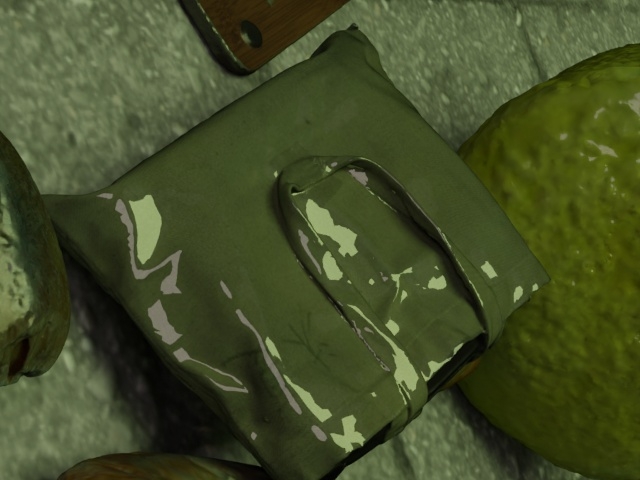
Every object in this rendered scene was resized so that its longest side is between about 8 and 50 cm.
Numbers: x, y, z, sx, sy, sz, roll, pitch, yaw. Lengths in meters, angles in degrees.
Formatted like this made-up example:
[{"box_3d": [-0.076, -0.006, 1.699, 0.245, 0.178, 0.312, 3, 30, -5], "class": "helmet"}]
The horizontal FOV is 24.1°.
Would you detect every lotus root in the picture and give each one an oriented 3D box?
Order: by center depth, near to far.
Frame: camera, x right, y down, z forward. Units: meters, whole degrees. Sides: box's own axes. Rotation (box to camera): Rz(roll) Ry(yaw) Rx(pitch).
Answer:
[{"box_3d": [-0.203, -0.011, 0.813, 0.113, 0.088, 0.192, -13, 81, -50], "class": "lotus root"}]

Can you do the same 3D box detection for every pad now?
[{"box_3d": [-0.078, -0.296, 1.223, 0.284, 0.018, 0.286, 59, 33, -11], "class": "pad"}]

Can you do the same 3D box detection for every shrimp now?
[{"box_3d": [-0.025, 0.181, 0.896, 0.317, 0.164, 0.062, 22, 93, -52], "class": "shrimp"}]

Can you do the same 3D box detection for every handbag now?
[{"box_3d": [0.000, 0.004, 0.995, 0.253, 0.109, 0.316, 48, 46, 8], "class": "handbag"}]

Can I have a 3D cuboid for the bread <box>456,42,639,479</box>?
[{"box_3d": [0.273, 0.005, 1.269, 0.348, 0.348, 0.308, 62, 23, -6], "class": "bread"}]

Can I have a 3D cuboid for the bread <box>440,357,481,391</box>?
[{"box_3d": [0.068, 0.051, 1.120, 0.125, 0.086, 0.156, 5, 57, -8], "class": "bread"}]
